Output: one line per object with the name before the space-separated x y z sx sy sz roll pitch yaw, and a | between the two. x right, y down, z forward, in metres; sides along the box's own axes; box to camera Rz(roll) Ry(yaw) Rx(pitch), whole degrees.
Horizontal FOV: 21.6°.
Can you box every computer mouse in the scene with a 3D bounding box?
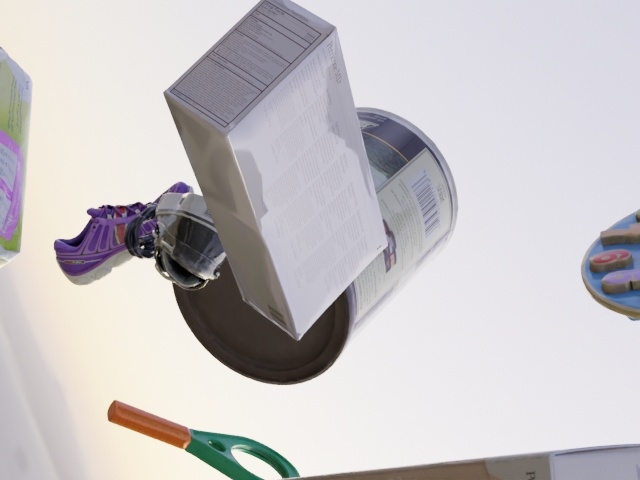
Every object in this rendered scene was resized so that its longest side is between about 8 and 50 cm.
computer mouse | -0.148 -0.005 1.754 0.242 0.041 0.071 1 88 -67

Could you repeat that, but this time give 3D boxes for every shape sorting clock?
shape sorting clock | 0.299 0.004 1.276 0.206 0.206 0.040 -131 -154 -63

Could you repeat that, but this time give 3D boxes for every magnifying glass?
magnifying glass | -0.125 0.226 1.828 0.231 0.026 0.092 26 16 -21

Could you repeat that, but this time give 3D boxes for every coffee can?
coffee can | 0.000 0.000 1.752 0.275 0.201 0.201 -41 116 -53

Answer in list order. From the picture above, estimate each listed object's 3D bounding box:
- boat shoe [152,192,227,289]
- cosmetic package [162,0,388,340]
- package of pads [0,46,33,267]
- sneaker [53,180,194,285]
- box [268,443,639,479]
boat shoe | -0.118 0.003 1.480 0.077 0.070 0.219 30 -7 -7
cosmetic package | -0.023 -0.042 1.070 0.060 0.099 0.239 36 -21 28
package of pads | -0.373 -0.047 1.529 0.101 0.229 0.296 45 21 -33
sneaker | -0.213 -0.016 1.810 0.071 0.170 0.068 57 3 -17
box | 0.096 0.230 1.210 0.311 0.121 0.148 -17 -105 47
